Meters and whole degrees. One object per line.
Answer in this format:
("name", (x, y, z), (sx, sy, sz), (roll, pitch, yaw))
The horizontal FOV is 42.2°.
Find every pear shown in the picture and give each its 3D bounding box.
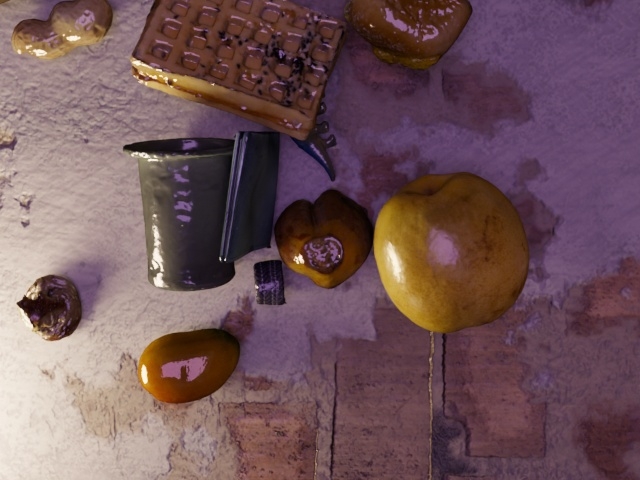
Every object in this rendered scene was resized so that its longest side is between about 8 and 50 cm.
("pear", (0.254, 0.022, 1.620), (0.314, 0.314, 0.314), (0, 97, 3))

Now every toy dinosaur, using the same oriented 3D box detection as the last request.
("toy dinosaur", (-0.066, -0.225, 1.736), (0.188, 0.075, 0.248), (-13, 102, 15))

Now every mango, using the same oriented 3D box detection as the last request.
("mango", (-0.278, 0.269, 1.772), (0.221, 0.120, 0.151), (-8, 96, -3))

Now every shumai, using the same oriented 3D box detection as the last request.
("shumai", (-0.586, 0.158, 1.796), (0.123, 0.105, 0.139), (1, 123, 0))

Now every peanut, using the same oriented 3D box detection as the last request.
("peanut", (-0.534, -0.436, 1.715), (0.228, 0.085, 0.104), (-22, 86, 7))

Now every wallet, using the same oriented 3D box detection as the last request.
("wallet", (-0.132, -0.092, 1.632), (0.054, 0.290, 0.251), (7, 99, 6))

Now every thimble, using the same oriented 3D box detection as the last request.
("thimble", (-0.108, 0.093, 1.746), (0.066, 0.104, 0.095), (-6, 123, -2))

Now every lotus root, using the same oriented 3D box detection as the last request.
("lotus root", (0.001, -0.001, 1.694), (0.199, 0.180, 0.188), (33, 102, -2))

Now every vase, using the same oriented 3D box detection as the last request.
("vase", (-0.272, -0.054, 1.680), (0.245, 0.245, 0.291), (1, 102, 3))

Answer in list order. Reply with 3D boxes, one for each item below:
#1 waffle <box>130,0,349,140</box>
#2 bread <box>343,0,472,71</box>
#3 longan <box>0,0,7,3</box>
("waffle", (-0.157, -0.369, 1.627), (0.376, 0.114, 0.261), (20, 66, -3))
("bread", (0.150, -0.441, 1.617), (0.246, 0.195, 0.176), (36, 91, 0))
("longan", (-0.682, -0.581, 1.625), (0.258, 0.258, 0.258), (0, 97, 3))
